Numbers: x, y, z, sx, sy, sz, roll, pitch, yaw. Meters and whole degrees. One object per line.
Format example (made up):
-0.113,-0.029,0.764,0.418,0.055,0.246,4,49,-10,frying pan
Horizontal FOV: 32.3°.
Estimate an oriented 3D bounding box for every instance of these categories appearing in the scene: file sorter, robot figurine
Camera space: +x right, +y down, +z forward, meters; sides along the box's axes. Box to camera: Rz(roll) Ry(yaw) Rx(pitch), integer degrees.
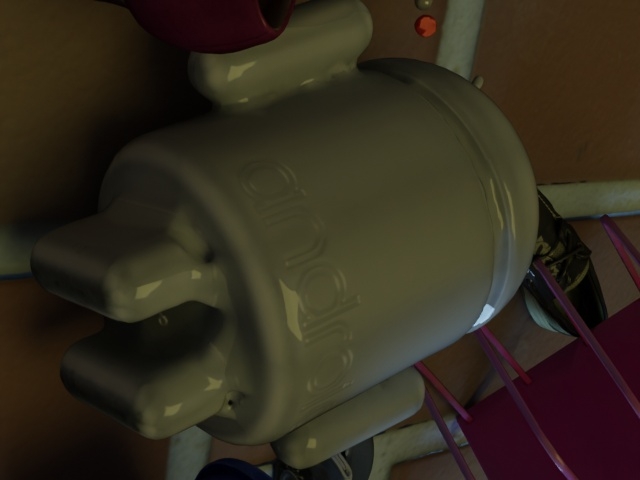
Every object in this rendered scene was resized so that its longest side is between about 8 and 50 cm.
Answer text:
0.242,0.111,0.918,0.291,0.202,0.182,-35,133,8,file sorter
0.000,0.000,0.714,0.353,0.200,0.300,-25,117,-34,robot figurine

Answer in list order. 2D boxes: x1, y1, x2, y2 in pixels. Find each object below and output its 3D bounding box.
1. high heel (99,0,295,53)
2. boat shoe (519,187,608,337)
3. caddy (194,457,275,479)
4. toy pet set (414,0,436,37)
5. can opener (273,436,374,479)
-0.011,-0.281,0.589,0.127,0.181,0.377,13,100,-46,high heel
0.214,0.018,1.016,0.080,0.073,0.223,-50,135,-15,boat shoe
-0.064,0.287,0.719,0.179,0.241,0.341,-18,157,-29,caddy
0.031,-0.210,0.759,0.122,0.065,0.114,16,99,-14,toy pet set
0.006,0.282,0.939,0.095,0.076,0.283,-15,119,-38,can opener
